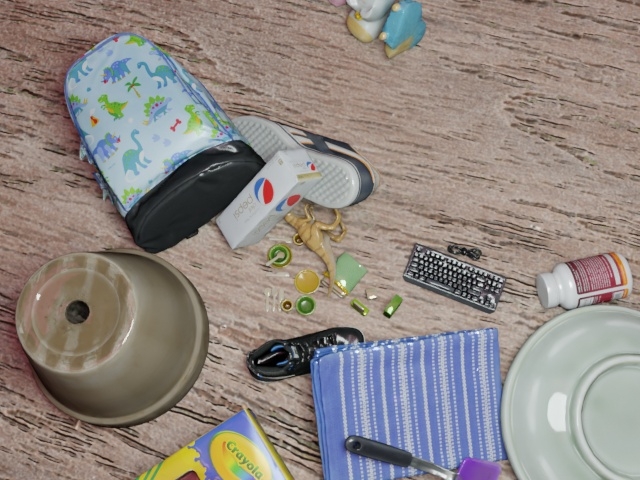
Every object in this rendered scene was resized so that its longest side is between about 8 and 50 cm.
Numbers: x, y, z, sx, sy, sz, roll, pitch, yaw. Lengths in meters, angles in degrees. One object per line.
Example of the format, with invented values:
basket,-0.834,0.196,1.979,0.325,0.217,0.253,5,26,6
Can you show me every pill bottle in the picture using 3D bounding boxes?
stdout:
pill bottle,0.472,0.075,1.430,0.152,0.086,0.086,-11,74,-2

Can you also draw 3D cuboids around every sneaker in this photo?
sneaker,-0.034,-0.145,1.495,0.321,0.127,0.126,29,114,30
sneaker,-0.023,0.200,1.390,0.217,0.121,0.079,-17,75,-3

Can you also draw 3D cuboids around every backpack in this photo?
backpack,-0.312,-0.207,1.465,0.290,0.273,0.355,-33,62,7

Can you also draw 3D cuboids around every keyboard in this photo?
keyboard,0.254,0.055,1.475,0.180,0.023,0.108,21,76,6

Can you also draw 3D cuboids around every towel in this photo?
towel,0.155,0.283,1.344,0.336,0.040,0.243,-6,94,-11

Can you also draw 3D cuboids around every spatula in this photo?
spatula,0.172,0.377,1.326,0.296,0.030,0.084,21,89,-14

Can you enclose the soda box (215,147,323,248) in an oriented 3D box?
soda box,-0.095,-0.074,1.429,0.216,0.074,0.069,-44,72,36

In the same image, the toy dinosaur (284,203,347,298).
toy dinosaur,0.000,0.000,1.474,0.112,0.064,0.211,-34,74,-8

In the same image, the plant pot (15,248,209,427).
plant pot,-0.365,0.144,1.335,0.323,0.280,0.323,0,74,0

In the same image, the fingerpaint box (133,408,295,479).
fingerpaint box,-0.153,0.559,1.270,0.371,0.163,0.445,-32,76,-7

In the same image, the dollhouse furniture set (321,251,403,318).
dollhouse furniture set,0.075,0.084,1.452,0.151,0.058,0.076,38,78,11

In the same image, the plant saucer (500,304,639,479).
plant saucer,0.509,0.301,1.332,0.400,0.100,0.400,1,77,-6

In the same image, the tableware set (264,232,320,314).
tableware set,-0.052,0.062,1.480,0.104,0.024,0.154,3,74,2

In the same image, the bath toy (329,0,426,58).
bath toy,0.061,-0.519,1.591,0.348,0.151,0.129,48,42,15
